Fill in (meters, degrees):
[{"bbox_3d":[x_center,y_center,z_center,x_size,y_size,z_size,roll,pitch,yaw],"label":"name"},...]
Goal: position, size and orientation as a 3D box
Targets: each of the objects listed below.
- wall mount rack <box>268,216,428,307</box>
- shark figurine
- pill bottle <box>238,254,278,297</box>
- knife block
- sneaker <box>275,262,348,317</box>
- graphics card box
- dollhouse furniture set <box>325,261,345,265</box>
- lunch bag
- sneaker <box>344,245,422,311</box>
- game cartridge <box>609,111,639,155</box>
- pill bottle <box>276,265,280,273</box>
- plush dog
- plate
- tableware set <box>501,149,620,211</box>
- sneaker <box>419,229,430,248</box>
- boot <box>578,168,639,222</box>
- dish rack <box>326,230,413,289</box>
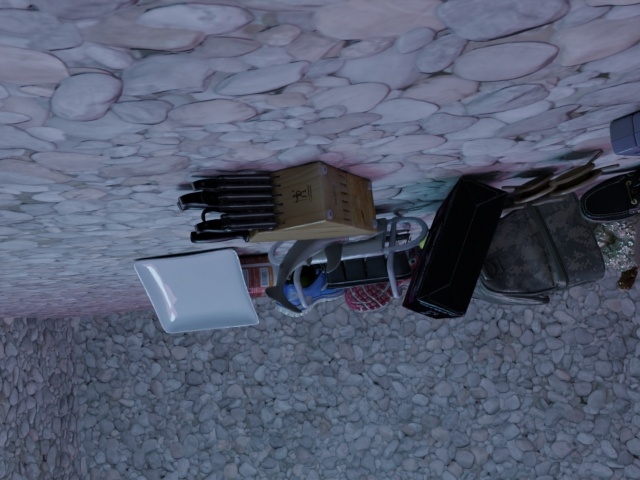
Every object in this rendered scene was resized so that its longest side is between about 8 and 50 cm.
[{"bbox_3d":[0.074,0.016,1.427,0.350,0.130,0.304,-8,-147,16],"label":"wall mount rack"},{"bbox_3d":[-0.028,0.007,1.280,0.278,0.116,0.166,-39,-136,-17],"label":"shark figurine"},{"bbox_3d":[-0.237,0.107,1.839,0.216,0.121,0.121,-4,172,-15],"label":"pill bottle"},{"bbox_3d":[-0.070,-0.045,0.997,0.242,0.088,0.276,-9,172,27],"label":"knife block"},{"bbox_3d":[-0.006,0.116,2.017,0.130,0.147,0.330,24,-148,29],"label":"sneaker"},{"bbox_3d":[0.247,0.032,1.250,0.094,0.232,0.371,21,175,5],"label":"graphics card box"},{"bbox_3d":[0.059,0.064,1.927,0.059,0.076,0.152,-7,171,13],"label":"dollhouse furniture set"},{"bbox_3d":[0.432,0.039,1.408,0.256,0.212,0.305,-19,173,3],"label":"lunch bag"},{"bbox_3d":[0.213,0.130,2.083,0.299,0.121,0.112,-31,180,-9],"label":"sneaker"},{"bbox_3d":[0.592,-0.155,0.845,0.355,0.068,0.230,-2,175,-29],"label":"game cartridge"},{"bbox_3d":[-0.220,0.136,2.122,0.184,0.103,0.103,-6,172,1],"label":"pill bottle"},{"bbox_3d":[0.740,-0.001,1.704,0.262,0.210,0.225,4,-166,-43],"label":"plush dog"},{"bbox_3d":[-0.326,0.132,1.739,0.278,0.045,0.277,-7,129,7],"label":"plate"},{"bbox_3d":[0.390,-0.102,1.085,0.128,0.039,0.194,-29,-176,-15],"label":"tableware set"},{"bbox_3d":[0.340,0.010,1.694,0.081,0.094,0.208,-2,173,-37],"label":"sneaker"},{"bbox_3d":[0.578,-0.101,1.123,0.236,0.085,0.178,-15,168,15],"label":"boot"},{"bbox_3d":[0.130,0.041,1.612,0.208,0.074,0.271,-7,-169,13],"label":"dish rack"}]
